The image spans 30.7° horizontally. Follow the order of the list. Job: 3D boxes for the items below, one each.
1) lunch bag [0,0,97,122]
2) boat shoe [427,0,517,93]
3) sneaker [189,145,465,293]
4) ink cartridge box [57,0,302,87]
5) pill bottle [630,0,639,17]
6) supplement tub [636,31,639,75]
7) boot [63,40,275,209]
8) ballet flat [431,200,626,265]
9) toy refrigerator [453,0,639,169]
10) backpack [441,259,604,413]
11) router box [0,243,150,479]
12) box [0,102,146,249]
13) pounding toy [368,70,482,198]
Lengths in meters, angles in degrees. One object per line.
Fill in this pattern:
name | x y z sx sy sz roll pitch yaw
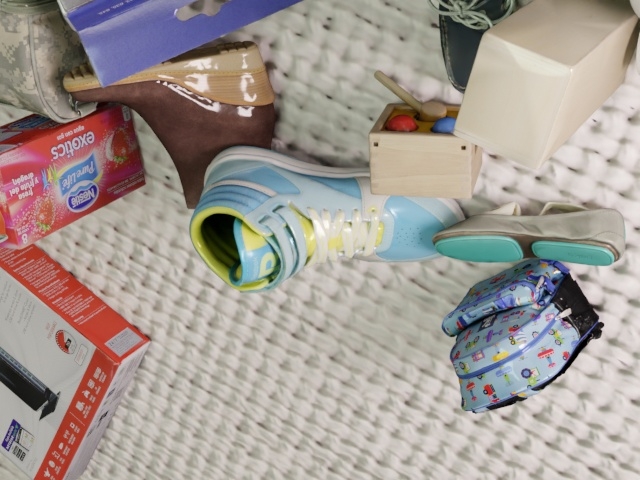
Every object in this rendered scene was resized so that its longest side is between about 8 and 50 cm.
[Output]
lunch bag | -0.413 -0.292 1.455 0.305 0.212 0.256 15 113 23
boat shoe | 0.163 -0.266 1.210 0.095 0.079 0.255 21 122 21
sneaker | 0.000 0.000 1.326 0.319 0.208 0.127 9 120 8
ink cartridge box | -0.169 -0.366 1.268 0.303 0.072 0.307 -25 98 -3
pill bottle | 0.374 -0.235 1.018 0.283 0.160 0.160 39 129 32
supplement tub | 0.368 -0.187 1.132 0.107 0.071 0.071 13 118 26
boot | -0.175 -0.128 1.417 0.248 0.090 0.207 -7 117 -5
ballet flat | 0.232 -0.011 1.298 0.213 0.068 0.072 3 152 21
toy refrigerator | 0.222 -0.170 1.102 0.094 0.269 0.102 26 124 18
backpack | 0.212 0.111 1.304 0.158 0.173 0.117 -27 97 38
router box | -0.448 0.186 1.789 0.301 0.082 0.335 37 126 10
box | -0.357 -0.089 1.493 0.128 0.257 0.123 3 112 30
pounding toy | 0.111 -0.120 1.293 0.130 0.141 0.100 3 115 14
